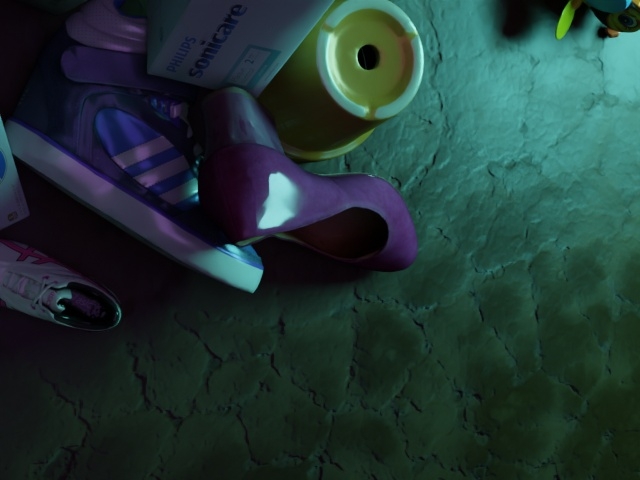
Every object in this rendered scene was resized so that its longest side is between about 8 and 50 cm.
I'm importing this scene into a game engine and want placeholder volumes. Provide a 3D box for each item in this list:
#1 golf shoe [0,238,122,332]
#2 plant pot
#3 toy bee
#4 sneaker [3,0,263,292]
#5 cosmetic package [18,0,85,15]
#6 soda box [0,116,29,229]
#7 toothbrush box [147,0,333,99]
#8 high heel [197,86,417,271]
[{"bbox_3d":[-0.288,0.044,1.092,0.186,0.086,0.067,21,85,-24],"label":"golf shoe"},{"bbox_3d":[0.012,-0.188,1.171,0.205,0.188,0.205,-1,93,-27],"label":"plant pot"},{"bbox_3d":[0.371,-0.320,1.385,0.195,0.162,0.298,-37,83,-12],"label":"toy bee"},{"bbox_3d":[-0.148,-0.115,1.127,0.323,0.130,0.236,34,82,-18],"label":"sneaker"},{"bbox_3d":[-0.354,-0.330,1.005,0.296,0.153,0.129,18,85,-25],"label":"cosmetic package"},{"bbox_3d":[-0.348,-0.108,1.012,0.074,0.069,0.216,-32,131,-32],"label":"soda box"},{"bbox_3d":[-0.079,-0.324,1.045,0.126,0.216,0.295,11,59,-26],"label":"toothbrush box"},{"bbox_3d":[0.000,0.000,1.140,0.377,0.127,0.181,31,39,-44],"label":"high heel"}]
